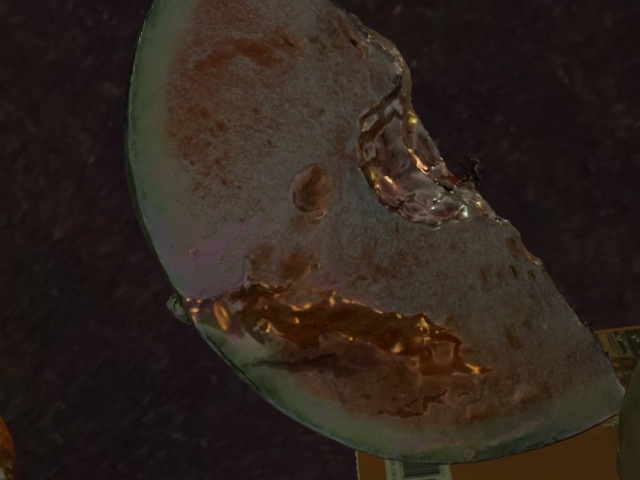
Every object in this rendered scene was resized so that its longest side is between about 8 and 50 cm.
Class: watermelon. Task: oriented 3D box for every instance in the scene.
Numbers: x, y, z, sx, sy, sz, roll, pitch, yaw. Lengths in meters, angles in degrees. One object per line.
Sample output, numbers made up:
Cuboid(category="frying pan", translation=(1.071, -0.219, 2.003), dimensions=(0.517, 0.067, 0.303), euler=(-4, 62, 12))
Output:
Cuboid(category="watermelon", translation=(-0.005, 0.003, 0.794), dimensions=(0.175, 0.188, 0.322), euler=(-33, 90, -10))

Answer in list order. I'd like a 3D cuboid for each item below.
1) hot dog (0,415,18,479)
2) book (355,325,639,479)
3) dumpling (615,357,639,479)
Cuboid(category="hot dog", translation=(-0.252, 0.146, 0.763), dimensions=(0.150, 0.257, 0.153), euler=(-42, 87, 10))
Cuboid(category="book", translation=(0.216, 0.166, 1.327), dimensions=(0.374, 0.262, 0.028), euler=(-7, 116, 2))
Cuboid(category="dumpling", translation=(0.216, 0.058, 0.403), dimensions=(0.163, 0.293, 0.204), euler=(15, 58, -51))
